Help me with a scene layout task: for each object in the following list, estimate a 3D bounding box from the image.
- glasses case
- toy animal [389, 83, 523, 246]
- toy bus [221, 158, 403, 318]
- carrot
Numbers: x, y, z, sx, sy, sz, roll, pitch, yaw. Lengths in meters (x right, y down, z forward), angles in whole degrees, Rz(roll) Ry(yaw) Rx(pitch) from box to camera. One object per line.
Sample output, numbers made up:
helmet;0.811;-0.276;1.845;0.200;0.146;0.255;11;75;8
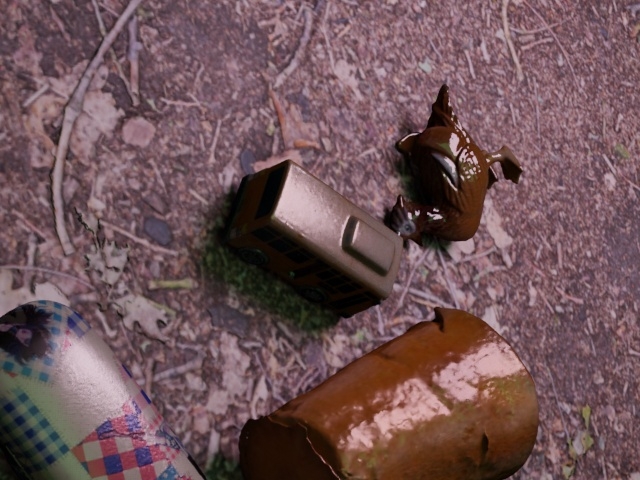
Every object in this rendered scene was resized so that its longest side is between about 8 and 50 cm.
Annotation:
glasses case;-0.185;0.201;1.033;0.125;0.076;0.327;-42;103;-39
toy animal;0.141;-0.087;1.413;0.179;0.089;0.188;-19;94;-28
toy bus;0.000;0.000;1.240;0.182;0.103;0.091;34;57;-28
carrot;0.070;0.191;1.181;0.254;0.196;0.196;-18;87;-43
